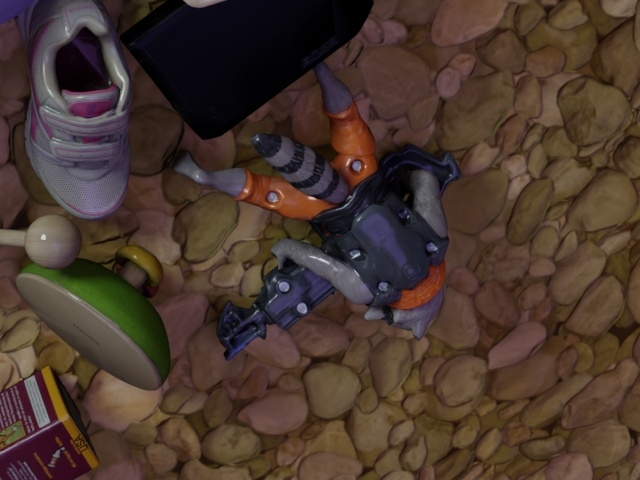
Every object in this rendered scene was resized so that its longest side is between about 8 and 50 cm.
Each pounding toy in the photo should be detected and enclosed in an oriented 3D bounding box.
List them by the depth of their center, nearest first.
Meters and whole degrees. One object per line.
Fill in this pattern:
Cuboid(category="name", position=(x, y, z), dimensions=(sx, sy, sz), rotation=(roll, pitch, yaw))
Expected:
Cuboid(category="pounding toy", position=(-0.220, 0.038, 1.287), dimensions=(0.110, 0.183, 0.237), rotation=(-53, 124, -23))

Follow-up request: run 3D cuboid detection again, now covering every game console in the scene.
Cuboid(category="game console", position=(-0.122, -0.275, 1.130), dimensions=(0.213, 0.044, 0.361), rotation=(-37, 122, 2))

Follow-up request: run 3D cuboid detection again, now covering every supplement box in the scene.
Cuboid(category="supplement box", position=(-0.343, 0.230, 1.346), dimensions=(0.188, 0.104, 0.081), rotation=(-29, 124, -8))

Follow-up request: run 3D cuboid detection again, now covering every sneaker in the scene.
Cuboid(category="sneaker", position=(-0.231, -0.125, 1.210), dimensions=(0.103, 0.111, 0.252), rotation=(-16, 121, -16))

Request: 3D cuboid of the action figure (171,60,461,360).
Cuboid(category="action figure", position=(0.000, 0.000, 1.346), dimensions=(0.341, 0.178, 0.330), rotation=(-47, 115, 1))

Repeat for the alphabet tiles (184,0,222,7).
Cuboid(category="alphabet tiles", position=(-0.086, -0.347, 1.069), dimensions=(0.278, 0.021, 0.284), rotation=(-21, 120, -12))

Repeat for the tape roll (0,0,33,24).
Cuboid(category="tape roll", position=(-0.326, -0.280, 1.107), dimensions=(0.189, 0.080, 0.189), rotation=(-10, 118, -19))
